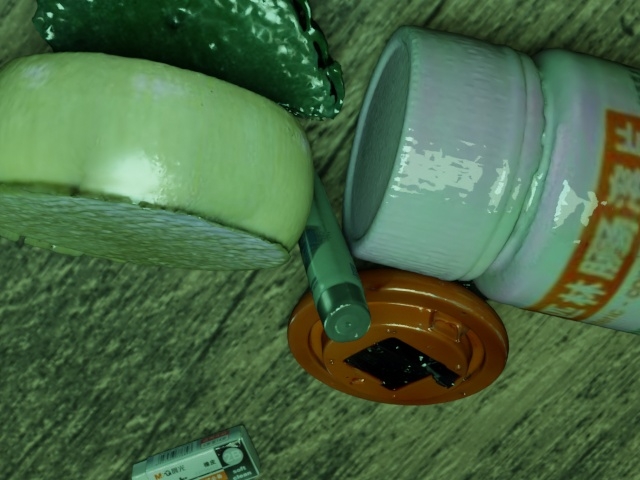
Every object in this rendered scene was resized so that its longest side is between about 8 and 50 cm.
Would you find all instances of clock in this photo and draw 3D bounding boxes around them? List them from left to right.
[{"bbox_3d":[0.070,0.097,0.967,0.205,0.051,0.205,7,143,5],"label":"clock"}]

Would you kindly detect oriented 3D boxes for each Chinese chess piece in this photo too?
[{"bbox_3d":[-0.139,-0.050,0.815,0.270,0.270,0.112,10,79,-9],"label":"Chinese chess piece"}]

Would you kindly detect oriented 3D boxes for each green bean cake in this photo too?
[{"bbox_3d":[-0.104,-0.162,0.859,0.208,0.107,0.193,-23,115,6],"label":"green bean cake"}]

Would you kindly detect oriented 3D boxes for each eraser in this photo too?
[{"bbox_3d":[-0.126,0.232,1.065,0.122,0.029,0.052,-21,113,4],"label":"eraser"}]

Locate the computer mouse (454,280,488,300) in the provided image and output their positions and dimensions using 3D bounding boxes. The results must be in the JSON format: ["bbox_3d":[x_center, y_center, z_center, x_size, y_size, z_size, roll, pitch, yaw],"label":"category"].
[{"bbox_3d":[0.137,0.028,0.992,0.135,0.047,0.079,-36,112,8],"label":"computer mouse"}]

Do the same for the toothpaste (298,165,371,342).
[{"bbox_3d":[0.000,0.000,0.862,0.039,0.239,0.062,0,121,-12],"label":"toothpaste"}]

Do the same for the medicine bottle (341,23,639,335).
[{"bbox_3d":[0.227,-0.041,0.876,0.388,0.219,0.219,14,111,-11],"label":"medicine bottle"}]
